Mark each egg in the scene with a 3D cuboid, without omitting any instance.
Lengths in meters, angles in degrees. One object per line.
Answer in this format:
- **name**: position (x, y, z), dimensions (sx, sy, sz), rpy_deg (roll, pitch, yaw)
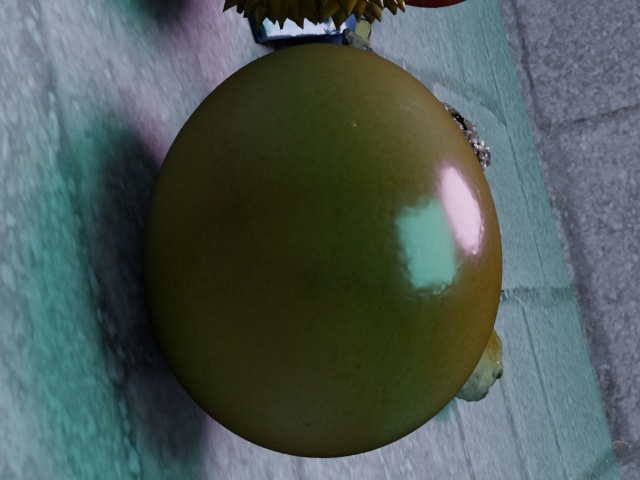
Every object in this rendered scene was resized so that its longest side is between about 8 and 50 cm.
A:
- **egg**: position (0.000, 0.000, 1.168), dimensions (0.250, 0.250, 0.322), rpy_deg (59, 19, -45)

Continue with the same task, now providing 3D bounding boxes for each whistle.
- **whistle**: position (-0.019, -0.222, 1.671), dimensions (0.158, 0.090, 0.090), rpy_deg (-9, 82, -35)

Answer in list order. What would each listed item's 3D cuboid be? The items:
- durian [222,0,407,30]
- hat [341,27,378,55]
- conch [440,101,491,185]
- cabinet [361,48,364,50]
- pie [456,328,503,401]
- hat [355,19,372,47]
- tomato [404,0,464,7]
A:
- **durian**: position (-0.002, -0.351, 1.377), dimensions (0.347, 0.347, 0.384), rpy_deg (44, 43, -62)
- **hat**: position (0.039, -0.071, 1.603), dimensions (0.265, 0.128, 0.265), rpy_deg (59, 13, -22)
- **conch**: position (0.101, -0.080, 1.807), dimensions (0.178, 0.163, 0.245), rpy_deg (56, 6, -31)
- **cabinet**: position (0.006, -0.030, 1.408), dimensions (0.145, 0.150, 0.206), rpy_deg (-72, 143, -63)
- **pie**: position (0.138, 0.053, 1.942), dimensions (0.306, 0.071, 0.306), rpy_deg (-18, 90, -76)
- **hat**: position (0.026, -0.211, 1.827), dimensions (0.076, 0.059, 0.077), rpy_deg (108, -3, -48)
- **tomato**: position (0.125, -0.422, 2.061), dimensions (0.270, 0.227, 0.270), rpy_deg (-5, 96, -57)
